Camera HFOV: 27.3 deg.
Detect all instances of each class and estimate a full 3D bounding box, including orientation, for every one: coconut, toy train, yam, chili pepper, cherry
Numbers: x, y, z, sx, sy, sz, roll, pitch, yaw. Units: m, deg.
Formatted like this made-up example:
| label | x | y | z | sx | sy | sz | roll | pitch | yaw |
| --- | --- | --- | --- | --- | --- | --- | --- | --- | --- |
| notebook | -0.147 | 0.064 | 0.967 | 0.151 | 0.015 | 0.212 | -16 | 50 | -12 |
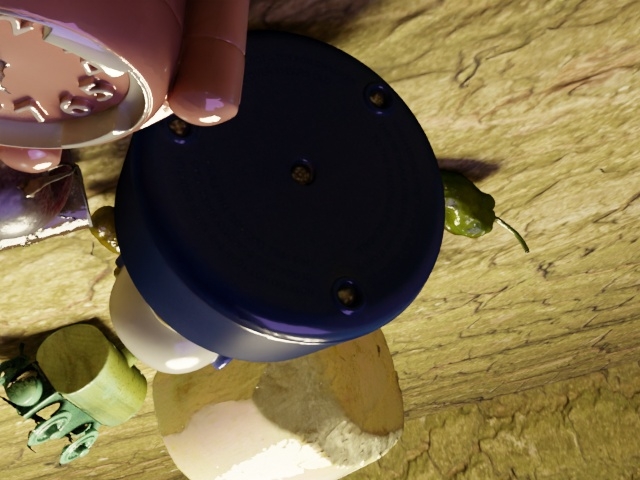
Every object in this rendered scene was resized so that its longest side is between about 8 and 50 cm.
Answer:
| label | x | y | z | sx | sy | sz | roll | pitch | yaw |
| --- | --- | --- | --- | --- | --- | --- | --- | --- | --- |
| coconut | -0.074 | 0.215 | 1.795 | 0.309 | 0.297 | 0.297 | -28 | 159 | 27 |
| toy train | -0.341 | 0.195 | 1.792 | 0.189 | 0.126 | 0.307 | -47 | 164 | -10 |
| yam | -0.282 | -0.031 | 1.196 | 0.141 | 0.079 | 0.079 | -13 | 162 | -10 |
| chili pepper | 0.160 | -0.039 | 1.559 | 0.204 | 0.073 | 0.072 | 18 | 161 | -42 |
| cherry | -0.274 | -0.054 | 1.039 | 0.115 | 0.148 | 0.188 | -56 | 178 | 16 |

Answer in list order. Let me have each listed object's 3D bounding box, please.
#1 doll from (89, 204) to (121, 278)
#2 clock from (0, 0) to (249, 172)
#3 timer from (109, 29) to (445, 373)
| label | x | y | z | sx | sy | sz | roll | pitch | yaw |
| --- | --- | --- | --- | --- | --- | --- | --- | --- | --- |
| doll | -0.162 | -0.007 | 1.386 | 0.137 | 0.097 | 0.209 | -48 | 142 | -2 |
| clock | -0.197 | -0.154 | 0.821 | 0.227 | 0.142 | 0.241 | -11 | 158 | 37 |
| timer | -0.090 | 0.013 | 1.193 | 0.270 | 0.270 | 0.383 | -6 | 162 | -28 |
